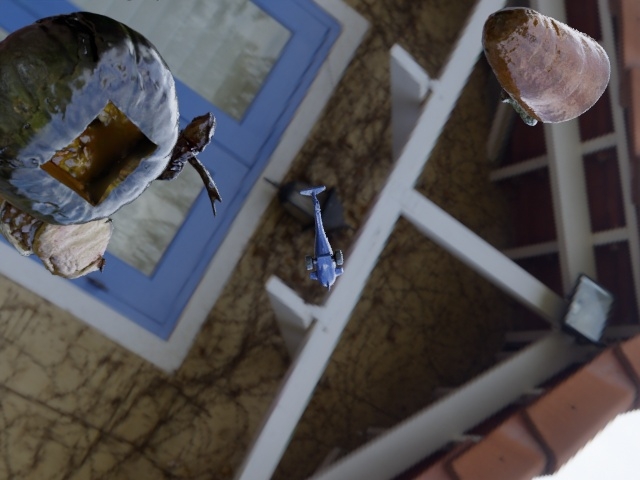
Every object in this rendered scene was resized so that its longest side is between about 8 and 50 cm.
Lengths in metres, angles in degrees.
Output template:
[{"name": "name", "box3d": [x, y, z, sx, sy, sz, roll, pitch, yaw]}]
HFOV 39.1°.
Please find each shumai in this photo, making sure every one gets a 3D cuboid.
[{"name": "shumai", "box3d": [0.380, -0.264, 1.703, 0.082, 0.080, 0.083, 28, 77, -71]}]

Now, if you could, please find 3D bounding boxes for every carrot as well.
[{"name": "carrot", "box3d": [0.335, -0.300, 1.419, 0.159, 0.225, 0.159, -18, -120, 35]}]

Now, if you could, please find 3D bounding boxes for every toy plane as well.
[{"name": "toy plane", "box3d": [0.000, 0.000, 1.284, 0.054, 0.167, 0.062, -10, -143, -1]}]

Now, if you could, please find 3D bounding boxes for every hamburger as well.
[{"name": "hamburger", "box3d": [-0.473, -0.039, 1.602, 0.245, 0.155, 0.282, -15, 146, -56]}]

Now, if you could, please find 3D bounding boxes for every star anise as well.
[{"name": "star anise", "box3d": [-0.203, -0.132, 1.538, 0.140, 0.144, 0.158, -55, -165, -24]}]

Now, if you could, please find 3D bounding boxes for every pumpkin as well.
[{"name": "pumpkin", "box3d": [-0.345, -0.169, 1.281, 0.320, 0.320, 0.192, -52, -125, 11]}]
